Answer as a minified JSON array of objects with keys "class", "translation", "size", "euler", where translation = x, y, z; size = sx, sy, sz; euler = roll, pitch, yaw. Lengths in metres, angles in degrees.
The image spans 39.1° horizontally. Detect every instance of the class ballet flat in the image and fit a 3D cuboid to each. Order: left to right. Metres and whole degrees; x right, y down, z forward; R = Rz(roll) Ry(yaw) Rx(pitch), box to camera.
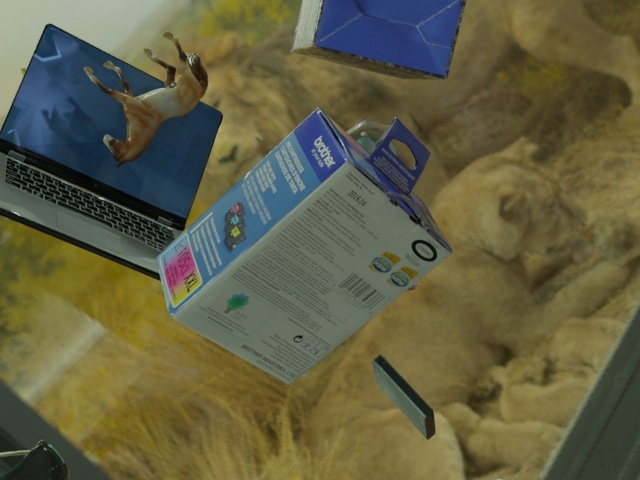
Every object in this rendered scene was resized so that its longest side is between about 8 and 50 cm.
[{"class":"ballet flat","translation":[-0.506,0.369,1.309],"size":[0.280,0.096,0.095],"euler":[-22,-9,-10]}]

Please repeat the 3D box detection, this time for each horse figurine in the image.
[{"class":"horse figurine","translation":[-0.292,-0.262,1.598],"size":[0.263,0.174,0.066],"euler":[-33,0,-32]}]

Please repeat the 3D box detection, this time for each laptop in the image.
[{"class":"laptop","translation":[-0.354,-0.151,1.594],"size":[0.236,0.382,0.408],"euler":[-59,26,14]}]

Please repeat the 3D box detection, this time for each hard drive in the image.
[{"class":"hard drive","translation":[0.139,0.260,1.496],"size":[0.022,0.094,0.135],"euler":[-35,57,-15]}]

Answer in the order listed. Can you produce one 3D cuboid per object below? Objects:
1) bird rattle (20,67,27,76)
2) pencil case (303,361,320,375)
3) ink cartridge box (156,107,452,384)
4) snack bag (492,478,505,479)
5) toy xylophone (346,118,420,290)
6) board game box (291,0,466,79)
[{"class":"bird rattle","translation":[-0.505,-0.267,1.887],"size":[0.143,0.253,0.207],"euler":[-14,11,20]},{"class":"pencil case","translation":[-0.104,0.143,1.665],"size":[0.124,0.273,0.113],"euler":[-5,49,47]},{"class":"ink cartridge box","translation":[0.000,0.000,1.306],"size":[0.395,0.270,0.151],"euler":[-40,43,14]},{"class":"snack bag","translation":[0.390,0.527,1.293],"size":[0.342,0.037,0.323],"euler":[-3,84,43]},{"class":"toy xylophone","translation":[0.084,-0.056,1.627],"size":[0.081,0.323,0.236],"euler":[-14,-3,36]},{"class":"board game box","translation":[0.090,-0.372,1.560],"size":[0.291,0.232,0.141],"euler":[-127,50,-77]}]
